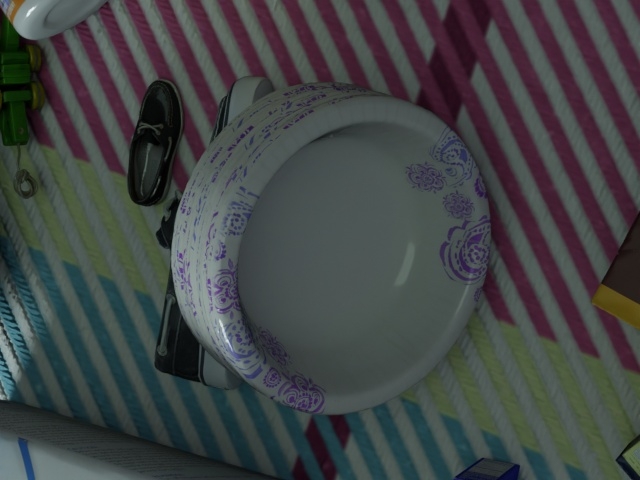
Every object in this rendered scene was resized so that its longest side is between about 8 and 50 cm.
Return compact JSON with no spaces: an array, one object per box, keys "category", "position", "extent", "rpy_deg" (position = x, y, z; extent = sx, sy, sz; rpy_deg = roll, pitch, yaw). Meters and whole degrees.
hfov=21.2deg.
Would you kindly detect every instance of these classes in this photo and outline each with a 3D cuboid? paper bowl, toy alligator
[{"category":"paper bowl","position":[0.000,0.000,1.515],"extent":[0.148,0.284,0.284],"rpy_deg":[26,104,56]},{"category":"toy alligator","position":[-0.311,-0.136,1.709],"extent":[0.051,0.056,0.190],"rpy_deg":[2,97,60]}]

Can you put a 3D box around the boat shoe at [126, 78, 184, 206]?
[{"category":"boat shoe","position":[-0.165,-0.095,1.667],"extent":[0.046,0.038,0.125],"rpy_deg":[13,98,17]}]

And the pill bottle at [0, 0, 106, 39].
[{"category":"pill bottle","position":[-0.296,-0.312,1.654],"extent":[0.121,0.121,0.216],"rpy_deg":[-37,81,17]}]

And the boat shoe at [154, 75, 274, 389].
[{"category":"boat shoe","position":[-0.106,-0.011,1.624],"extent":[0.102,0.108,0.301],"rpy_deg":[11,104,16]}]

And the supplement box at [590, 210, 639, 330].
[{"category":"supplement box","position":[0.366,0.008,1.453],"extent":[0.191,0.129,0.194],"rpy_deg":[30,102,15]}]

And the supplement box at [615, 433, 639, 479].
[{"category":"supplement box","position":[0.315,0.182,1.504],"extent":[0.083,0.083,0.056],"rpy_deg":[-43,81,17]}]

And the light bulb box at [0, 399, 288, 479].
[{"category":"light bulb box","position":[-0.256,0.350,1.571],"extent":[0.361,0.225,0.358],"rpy_deg":[12,87,28]}]

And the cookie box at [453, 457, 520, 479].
[{"category":"cookie box","position":[0.144,0.252,1.552],"extent":[0.040,0.107,0.092],"rpy_deg":[12,96,18]}]
